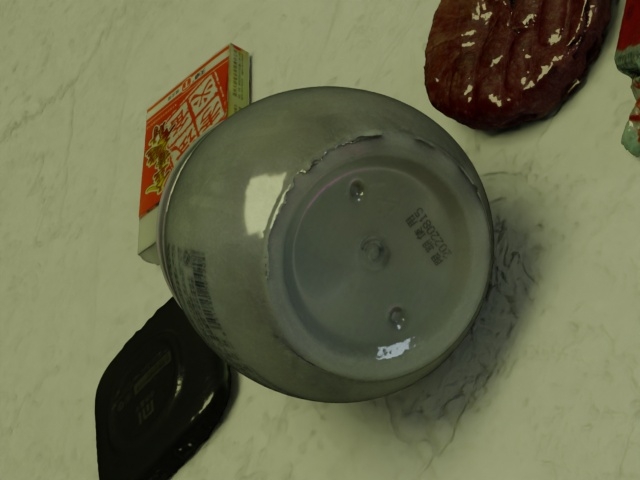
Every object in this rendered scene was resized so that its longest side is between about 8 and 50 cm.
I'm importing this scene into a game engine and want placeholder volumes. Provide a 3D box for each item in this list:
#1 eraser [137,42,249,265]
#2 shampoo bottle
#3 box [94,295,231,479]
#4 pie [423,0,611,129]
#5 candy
[{"bbox_3d":[-0.145,-0.100,2.049,0.157,0.038,0.230,-34,41,34],"label":"eraser"},{"bbox_3d":[0.000,0.000,1.569,0.273,0.273,0.266,-63,25,-4],"label":"shampoo bottle"},{"bbox_3d":[-0.174,0.160,1.888,0.212,0.042,0.201,-44,38,24],"label":"box"},{"bbox_3d":[0.184,-0.197,1.675,0.218,0.054,0.204,0,66,51],"label":"pie"},{"bbox_3d":[0.294,-0.213,1.499,0.086,0.059,0.292,171,113,-76],"label":"candy"}]
